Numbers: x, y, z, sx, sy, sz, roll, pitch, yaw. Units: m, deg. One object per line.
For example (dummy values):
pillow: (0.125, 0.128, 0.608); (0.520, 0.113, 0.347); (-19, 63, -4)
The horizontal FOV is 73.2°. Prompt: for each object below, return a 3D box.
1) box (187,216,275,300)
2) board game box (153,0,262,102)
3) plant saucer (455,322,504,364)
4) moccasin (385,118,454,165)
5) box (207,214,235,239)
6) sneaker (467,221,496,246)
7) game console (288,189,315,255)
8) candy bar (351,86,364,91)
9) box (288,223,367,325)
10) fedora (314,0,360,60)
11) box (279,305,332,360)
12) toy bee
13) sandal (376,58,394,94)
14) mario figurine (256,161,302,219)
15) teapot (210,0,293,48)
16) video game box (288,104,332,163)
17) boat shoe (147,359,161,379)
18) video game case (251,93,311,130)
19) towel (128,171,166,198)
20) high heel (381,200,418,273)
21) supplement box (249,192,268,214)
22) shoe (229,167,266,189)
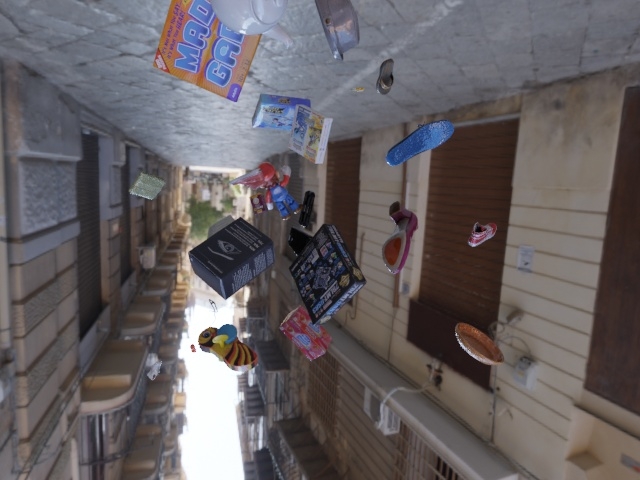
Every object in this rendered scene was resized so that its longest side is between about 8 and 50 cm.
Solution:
box: (-0.262, 0.050, 1.293); (0.153, 0.108, 0.207); (36, -123, 26)
board game box: (-0.464, -0.866, 1.860); (0.357, 0.356, 0.356); (20, -157, -19)
plant saucer: (0.574, 0.382, 1.573); (0.200, 0.037, 0.200); (26, -158, -12)
moccasin: (0.460, -0.484, 2.057); (0.342, 0.137, 0.116); (-22, -159, 19)
box: (-0.502, -0.003, 2.263); (0.149, 0.126, 0.232); (-29, -148, 10)
sneaker: (0.495, -0.034, 1.296); (0.118, 0.067, 0.042); (-33, -126, -24)
game console: (-0.085, -0.092, 2.361); (0.044, 0.361, 0.213); (6, -166, -33)
candy bar: (0.167, -0.677, 1.930); (0.040, 0.018, 0.161); (-6, -160, -2)
box: (0.016, 0.136, 1.709); (0.073, 0.295, 0.293); (4, -134, -41)
fedora: (0.074, -0.832, 1.626); (0.124, 0.275, 0.244); (-16, 180, 16)
box: (-0.076, 0.492, 2.297); (0.123, 0.257, 0.128); (-38, -172, 34)
toy bee: (-0.365, 0.370, 1.522); (0.162, 0.195, 0.298); (-34, -140, -27)
sandal: (0.324, -0.777, 2.077); (0.090, 0.060, 0.219); (-28, 160, -13)
mario figurine: (-0.229, -0.279, 2.321); (0.198, 0.320, 0.170); (-40, -165, -32)
teapot: (-0.182, -0.713, 1.234); (0.187, 0.252, 0.256); (31, -151, 28)
video game box: (-0.046, -0.437, 1.760); (0.048, 0.187, 0.205); (-11, -145, -37)
boat shoe: (-0.643, 0.508, 1.682); (0.035, 0.100, 0.035); (44, -158, 17)
video game case: (-0.216, -0.686, 2.329); (0.270, 0.061, 0.244); (0, 163, -20)
towel: (-0.714, -0.226, 1.783); (0.027, 0.110, 0.148); (37, -174, 19)
high heel: (0.362, 0.012, 1.809); (0.127, 0.377, 0.181); (-23, 130, 39)
supplement box: (-0.270, -0.161, 1.887); (0.055, 0.083, 0.043); (-21, 178, 16)
shoe: (-0.339, -0.269, 2.004); (0.178, 0.081, 0.063); (-17, -164, 22)
